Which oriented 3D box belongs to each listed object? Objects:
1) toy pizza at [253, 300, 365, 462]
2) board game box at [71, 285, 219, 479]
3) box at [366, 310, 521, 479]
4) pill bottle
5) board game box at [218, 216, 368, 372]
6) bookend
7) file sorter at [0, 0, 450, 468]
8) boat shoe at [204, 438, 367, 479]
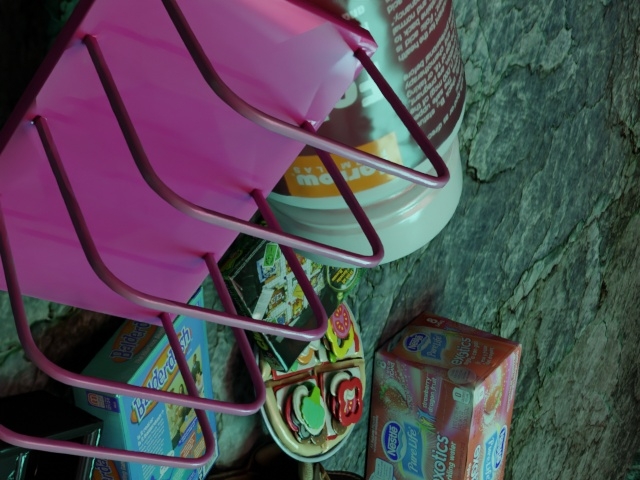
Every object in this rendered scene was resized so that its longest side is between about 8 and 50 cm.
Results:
[{"bbox_3d":[-0.002,0.140,1.256,0.201,0.032,0.201,10,78,-53],"label":"toy pizza"},{"bbox_3d":[-0.151,0.164,1.037,0.160,0.047,0.210,-55,150,-51],"label":"board game box"},{"bbox_3d":[0.161,0.270,1.566,0.142,0.154,0.300,-33,133,-49],"label":"box"},{"bbox_3d":[0.000,-0.169,0.946,0.224,0.224,0.392,-54,147,-28],"label":"pill bottle"},{"bbox_3d":[0.000,0.000,1.208,0.260,0.030,0.136,-50,123,-33],"label":"board game box"},{"bbox_3d":[-0.258,0.210,0.886,0.157,0.072,0.156,-4,111,-59],"label":"bookend"},{"bbox_3d":[-0.090,-0.010,0.752,0.202,0.182,0.291,17,122,-39],"label":"file sorter"},{"bbox_3d":[-0.033,0.283,1.276,0.342,0.123,0.123,5,104,-54],"label":"boat shoe"}]
